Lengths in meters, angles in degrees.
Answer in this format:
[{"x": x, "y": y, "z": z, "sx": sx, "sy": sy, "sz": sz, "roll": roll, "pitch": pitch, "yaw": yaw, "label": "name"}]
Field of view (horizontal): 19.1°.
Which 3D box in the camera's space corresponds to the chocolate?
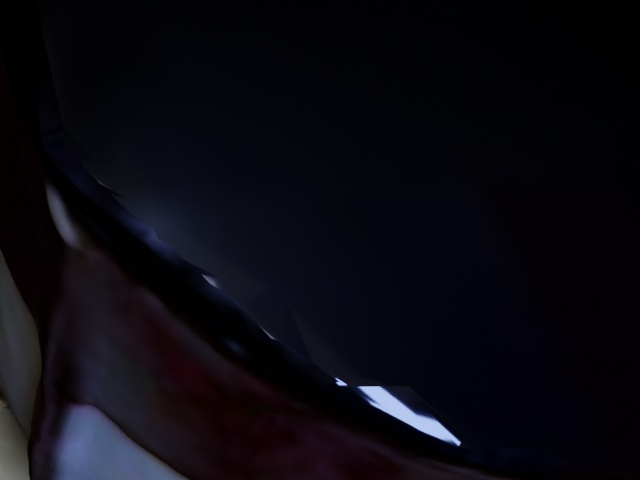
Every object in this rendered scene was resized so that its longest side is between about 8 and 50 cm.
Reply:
[{"x": 0.000, "y": 0.000, "z": 0.608, "sx": 0.283, "sy": 0.186, "sz": 0.283, "roll": 20, "pitch": 45, "yaw": -21, "label": "chocolate"}]
